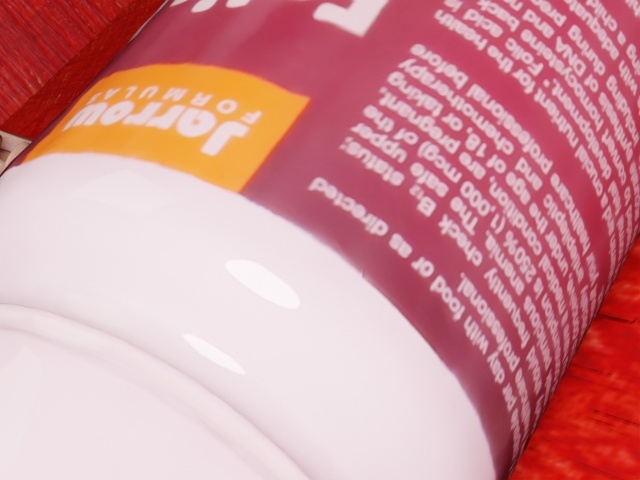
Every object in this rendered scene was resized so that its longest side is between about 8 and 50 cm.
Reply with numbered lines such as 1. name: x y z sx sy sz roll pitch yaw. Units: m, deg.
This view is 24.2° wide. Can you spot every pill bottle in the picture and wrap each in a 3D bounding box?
1. pill bottle: 0.000 0.000 0.604 0.224 0.224 0.392 -20 28 50

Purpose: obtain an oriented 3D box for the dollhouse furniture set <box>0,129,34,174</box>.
1. dollhouse furniture set: -0.191 0.090 1.056 0.355 0.174 0.303 7 -80 -77
